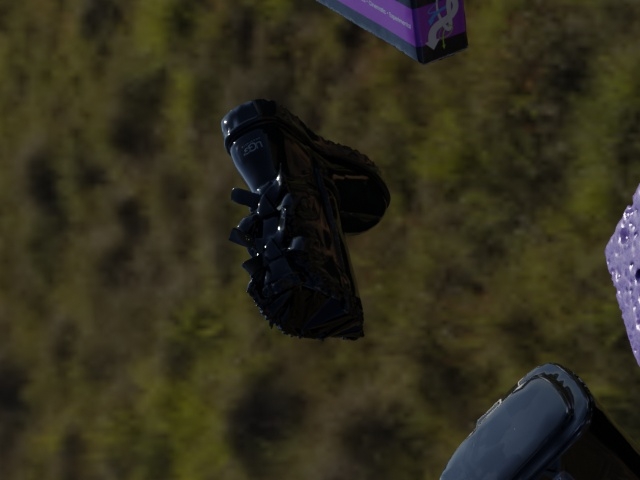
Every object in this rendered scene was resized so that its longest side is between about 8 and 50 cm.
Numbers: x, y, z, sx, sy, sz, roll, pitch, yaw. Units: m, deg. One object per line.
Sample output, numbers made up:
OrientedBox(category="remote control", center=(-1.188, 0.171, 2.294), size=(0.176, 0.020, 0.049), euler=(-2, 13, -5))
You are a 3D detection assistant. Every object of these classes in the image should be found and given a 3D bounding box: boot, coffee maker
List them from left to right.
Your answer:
OrientedBox(category="boot", center=(0.001, 0.000, 0.774), size=(0.045, 0.121, 0.099), euler=(-29, 56, 20))
OrientedBox(category="coffee maker", center=(0.189, 0.164, 1.127), size=(0.171, 0.178, 0.120), euler=(-52, 22, -18))

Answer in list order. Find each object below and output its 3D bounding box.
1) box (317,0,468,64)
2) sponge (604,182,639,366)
OrientedBox(category="box", center=(0.016, -0.169, 0.745), size=(0.116, 0.029, 0.162), euler=(40, 146, 52))
OrientedBox(category="sponge", center=(0.242, -0.024, 1.104), size=(0.117, 0.031, 0.210), euler=(-97, 21, -46))
